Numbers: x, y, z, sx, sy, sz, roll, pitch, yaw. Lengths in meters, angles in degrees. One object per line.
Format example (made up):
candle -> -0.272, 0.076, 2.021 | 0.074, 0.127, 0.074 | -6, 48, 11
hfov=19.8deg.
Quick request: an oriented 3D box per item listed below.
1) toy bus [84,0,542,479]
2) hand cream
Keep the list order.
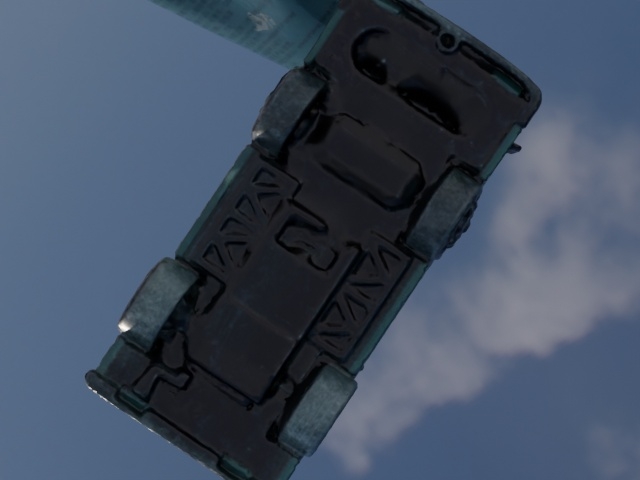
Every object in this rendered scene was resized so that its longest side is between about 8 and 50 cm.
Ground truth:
toy bus -> 0.000, 0.000, 0.611 | 0.160, 0.079, 0.092 | -57, 177, -1
hand cream -> -0.050, -0.110, 0.714 | 0.083, 0.224, 0.048 | -35, -144, 55
